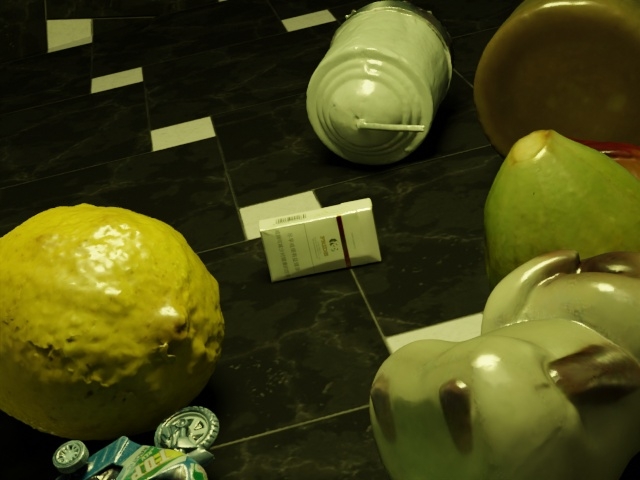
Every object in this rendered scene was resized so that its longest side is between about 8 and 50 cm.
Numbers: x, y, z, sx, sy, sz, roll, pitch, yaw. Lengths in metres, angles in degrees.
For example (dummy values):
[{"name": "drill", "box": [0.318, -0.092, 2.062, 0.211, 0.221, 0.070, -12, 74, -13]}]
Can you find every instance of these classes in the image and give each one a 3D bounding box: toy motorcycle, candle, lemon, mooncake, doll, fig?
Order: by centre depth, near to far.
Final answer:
[{"name": "doll", "box": [0.209, 0.134, 0.946, 0.370, 0.226, 0.215, -35, 0, -31]}, {"name": "toy motorcycle", "box": [-0.194, 0.254, 1.017, 0.254, 0.092, 0.135, -30, 40, -16]}, {"name": "fig", "box": [0.269, -0.001, 1.177, 0.207, 0.230, 0.207, -39, -6, -5]}, {"name": "lemon", "box": [-0.256, 0.089, 1.184, 0.322, 0.268, 0.268, 13, 36, 41]}, {"name": "mooncake", "box": [0.365, -0.220, 1.500, 0.285, 0.284, 0.155, -2, 27, 20]}, {"name": "candle", "box": [0.095, -0.255, 1.760, 0.221, 0.221, 0.342, -2, 28, 19]}]

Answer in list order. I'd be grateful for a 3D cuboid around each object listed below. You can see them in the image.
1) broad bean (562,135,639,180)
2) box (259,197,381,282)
[{"name": "broad bean", "box": [0.351, -0.072, 1.397, 0.229, 0.122, 0.156, 16, 26, 38]}, {"name": "box", "box": [0.000, 0.000, 1.441, 0.155, 0.083, 0.040, -11, 24, 2]}]
